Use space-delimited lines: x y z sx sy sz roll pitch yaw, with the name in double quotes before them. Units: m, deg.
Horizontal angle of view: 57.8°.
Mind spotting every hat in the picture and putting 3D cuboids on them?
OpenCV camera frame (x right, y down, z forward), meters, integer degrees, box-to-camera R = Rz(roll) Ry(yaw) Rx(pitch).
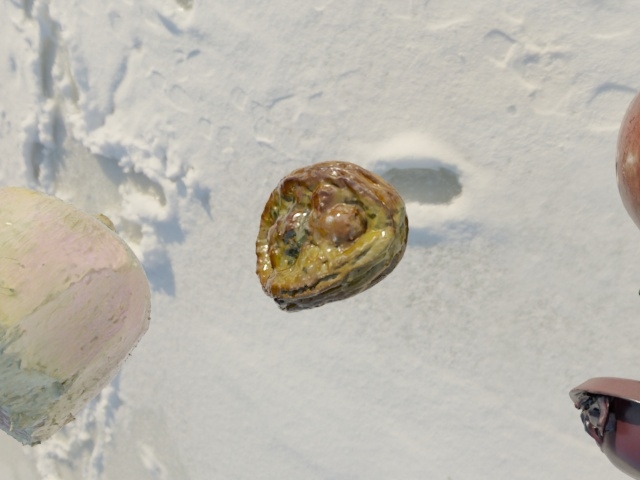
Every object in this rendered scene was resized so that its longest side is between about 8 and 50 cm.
"hat" 0.354 0.210 0.588 0.205 0.089 0.205 22 165 6

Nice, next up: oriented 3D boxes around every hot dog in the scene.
"hot dog" 0.000 0.000 0.797 0.272 0.122 0.196 -18 69 57

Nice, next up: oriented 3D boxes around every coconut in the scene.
"coconut" -0.479 0.092 0.982 0.404 0.404 0.405 19 120 36

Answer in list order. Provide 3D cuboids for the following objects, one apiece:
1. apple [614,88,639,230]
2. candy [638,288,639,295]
"apple" 0.600 -0.125 0.820 0.348 0.348 0.277 4 114 42
"candy" 0.157 -0.009 0.249 0.023 0.083 0.025 34 172 -2
